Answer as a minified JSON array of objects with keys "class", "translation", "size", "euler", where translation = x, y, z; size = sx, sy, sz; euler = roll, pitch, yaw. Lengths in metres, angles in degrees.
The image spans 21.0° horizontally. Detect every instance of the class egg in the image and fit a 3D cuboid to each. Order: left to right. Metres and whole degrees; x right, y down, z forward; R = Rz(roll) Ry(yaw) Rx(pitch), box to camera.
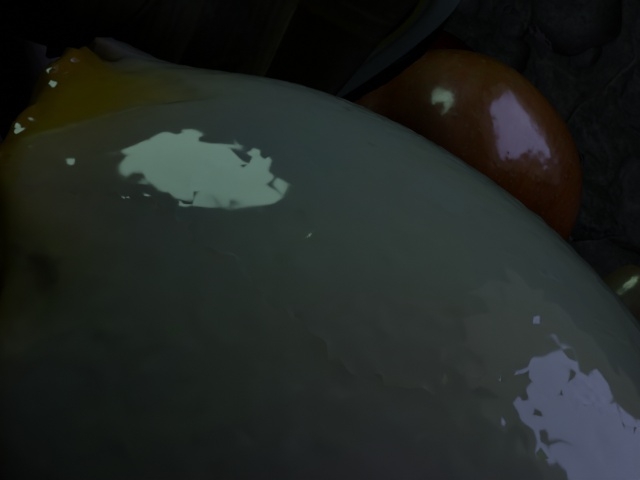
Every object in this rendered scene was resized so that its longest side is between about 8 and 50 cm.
[{"class":"egg","translation":[0.023,0.055,0.532],"size":[0.264,0.174,0.286],"euler":[43,28,-52]}]

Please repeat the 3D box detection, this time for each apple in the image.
[{"class":"apple","translation":[0.117,-0.048,1.482],"size":[0.235,0.210,0.173],"euler":[30,44,-23]}]

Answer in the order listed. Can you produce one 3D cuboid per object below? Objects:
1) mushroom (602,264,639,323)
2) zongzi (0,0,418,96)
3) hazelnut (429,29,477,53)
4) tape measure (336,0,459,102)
[{"class":"mushroom","translation":[0.182,0.101,1.399],"size":[0.207,0.215,0.207],"euler":[57,2,-3]},{"class":"zongzi","translation":[-0.129,-0.190,0.642],"size":[0.317,0.154,0.289],"euler":[16,29,-48]},{"class":"hazelnut","translation":[0.081,-0.126,1.699],"size":[0.204,0.178,0.178],"euler":[60,7,6]},{"class":"tape measure","translation":[0.011,-0.198,1.263],"size":[0.115,0.207,0.235],"euler":[66,10,30]}]
